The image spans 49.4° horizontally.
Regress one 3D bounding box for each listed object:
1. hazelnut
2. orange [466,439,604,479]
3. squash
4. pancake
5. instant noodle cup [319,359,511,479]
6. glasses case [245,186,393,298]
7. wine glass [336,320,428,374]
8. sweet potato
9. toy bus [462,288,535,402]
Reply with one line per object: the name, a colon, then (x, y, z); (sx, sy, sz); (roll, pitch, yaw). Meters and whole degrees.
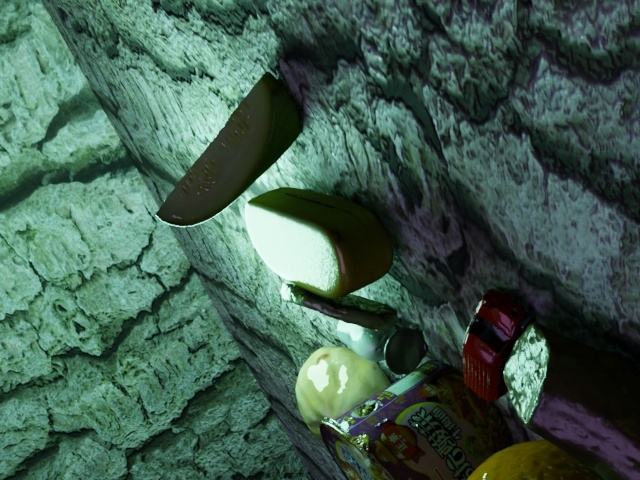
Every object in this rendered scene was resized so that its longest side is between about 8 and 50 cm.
hazelnut: (0.064, 0.381, 1.737); (0.261, 0.241, 0.261); (16, 124, 24)
orange: (0.364, 0.482, 0.951); (0.423, 0.326, 0.424); (29, -167, -7)
squash: (-0.163, -0.138, 1.247); (0.111, 0.288, 0.203); (45, 162, 9)
pancake: (0.039, 0.129, 1.382); (0.253, 0.037, 0.253); (15, -176, -1)
instant noodle cup: (0.201, 0.413, 1.382); (0.340, 0.266, 0.340); (46, 159, 23)
glasses case: (0.000, 0.000, 1.331); (0.371, 0.141, 0.173); (21, 127, 55)
wine glass: (0.121, 0.206, 1.465); (0.222, 0.103, 0.103); (14, 137, 61)
sweet potato: (0.391, 0.244, 0.888); (0.369, 0.158, 0.158); (32, 152, 30)
toy bus: (0.271, 0.164, 1.083); (0.081, 0.089, 0.195); (37, 154, 36)
